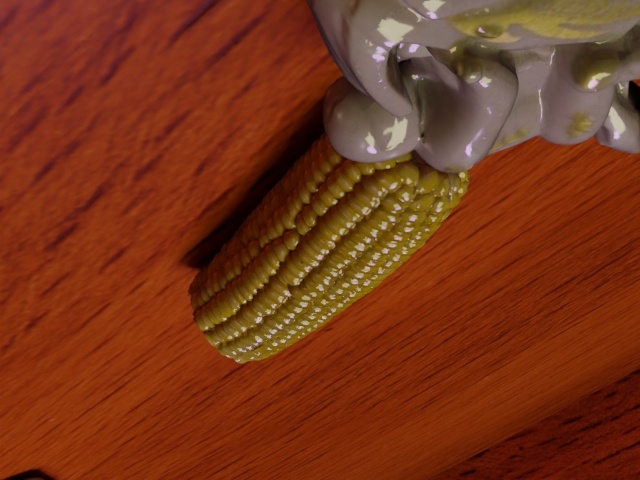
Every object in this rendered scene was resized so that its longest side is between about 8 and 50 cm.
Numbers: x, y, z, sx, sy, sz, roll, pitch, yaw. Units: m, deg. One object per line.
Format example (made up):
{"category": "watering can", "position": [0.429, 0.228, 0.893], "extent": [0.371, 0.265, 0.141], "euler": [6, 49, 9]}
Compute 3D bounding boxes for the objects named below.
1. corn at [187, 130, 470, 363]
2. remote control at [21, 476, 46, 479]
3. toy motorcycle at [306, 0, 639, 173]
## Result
{"category": "corn", "position": [0.000, 0.000, 0.689], "extent": [0.093, 0.093, 0.244], "euler": [-6, 154, -39]}
{"category": "remote control", "position": [-0.313, 0.299, 1.146], "extent": [0.098, 0.038, 0.233], "euler": [-21, 160, -6]}
{"category": "toy motorcycle", "position": [0.103, -0.111, 0.505], "extent": [0.340, 0.108, 0.223], "euler": [10, 133, -45]}
